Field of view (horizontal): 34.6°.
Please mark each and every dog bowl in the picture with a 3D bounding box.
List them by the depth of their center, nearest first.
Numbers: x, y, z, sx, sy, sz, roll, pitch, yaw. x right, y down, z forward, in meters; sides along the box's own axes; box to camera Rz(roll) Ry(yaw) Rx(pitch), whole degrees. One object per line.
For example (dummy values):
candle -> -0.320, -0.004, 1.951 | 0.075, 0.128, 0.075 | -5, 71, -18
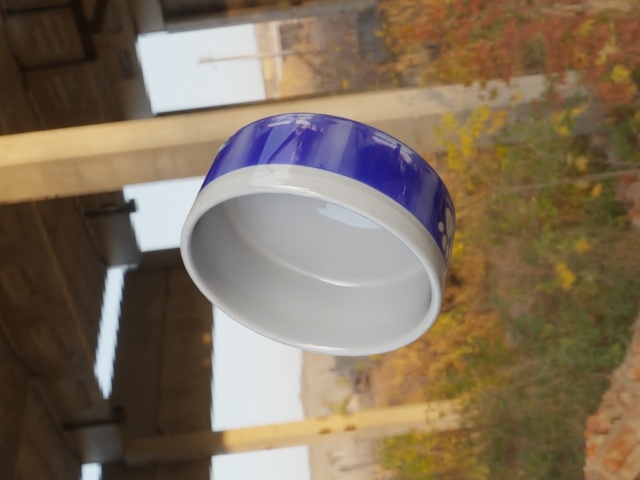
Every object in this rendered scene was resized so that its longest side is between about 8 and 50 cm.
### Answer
dog bowl -> 0.000, 0.000, 1.035 | 0.265, 0.265, 0.104 | 82, -159, -50
